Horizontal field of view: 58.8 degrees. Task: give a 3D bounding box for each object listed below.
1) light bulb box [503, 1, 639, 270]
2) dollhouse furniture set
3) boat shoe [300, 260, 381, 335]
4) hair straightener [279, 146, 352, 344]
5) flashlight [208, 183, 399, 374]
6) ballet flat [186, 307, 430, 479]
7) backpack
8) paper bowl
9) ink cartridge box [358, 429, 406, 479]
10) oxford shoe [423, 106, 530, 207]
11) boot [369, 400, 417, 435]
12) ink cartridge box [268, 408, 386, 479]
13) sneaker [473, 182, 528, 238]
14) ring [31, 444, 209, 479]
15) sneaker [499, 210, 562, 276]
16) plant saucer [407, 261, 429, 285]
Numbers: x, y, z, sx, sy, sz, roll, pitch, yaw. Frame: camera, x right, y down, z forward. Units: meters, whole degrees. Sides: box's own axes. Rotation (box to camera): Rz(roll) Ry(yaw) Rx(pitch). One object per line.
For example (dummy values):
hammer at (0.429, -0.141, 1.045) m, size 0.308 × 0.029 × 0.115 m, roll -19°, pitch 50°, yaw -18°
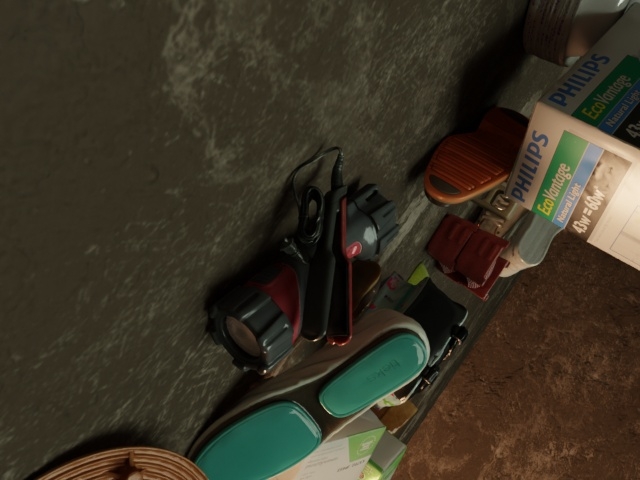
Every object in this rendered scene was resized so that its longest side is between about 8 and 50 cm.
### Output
light bulb box at (0.564, -0.156, 0.920) m, size 0.358 × 0.361 × 0.225 m, roll -43°, pitch 153°, yaw -26°
dollhouse furniture set at (0.415, -0.066, 1.336) m, size 0.374 × 0.152 × 0.201 m, roll -57°, pitch 156°, yaw -1°
boat shoe at (0.035, 0.105, 0.913) m, size 0.207 × 0.073 × 0.073 m, roll -30°, pitch 141°, yaw -46°
hair straightener at (0.000, 0.000, 0.646) m, size 0.089 × 0.047 × 0.231 m, roll 13°, pitch 77°, yaw -40°
flashlight at (-0.004, 0.043, 0.736) m, size 0.304 × 0.103 × 0.103 m, roll -37°, pitch 170°, yaw -40°
ballet flat at (-0.019, 0.234, 0.863) m, size 0.400 × 0.139 × 0.139 m, roll -33°, pitch 154°, yaw 2°
backpack at (0.134, 0.195, 1.055) m, size 0.225 × 0.191 × 0.253 m, roll -49°, pitch 165°, yaw -22°
paper bowl at (0.512, -0.463, 1.057) m, size 0.284 × 0.148 × 0.284 m, roll -44°, pitch 154°, yaw -28°
ink cartridge box at (0.041, 0.512, 1.258) m, size 0.114 × 0.198 × 0.273 m, roll -22°, pitch 138°, yaw -52°
oxford shoe at (0.294, -0.130, 1.068) m, size 0.363 × 0.130 × 0.133 m, roll -35°, pitch 153°, yaw -41°
boot at (0.160, 0.541, 1.493) m, size 0.280 × 0.264 × 0.096 m, roll -43°, pitch 180°, yaw -30°
ink cartridge box at (-0.043, 0.467, 1.083) m, size 0.207 × 0.119 × 0.354 m, roll 4°, pitch 117°, yaw -43°
sneaker at (0.481, -0.063, 1.520) m, size 0.123 × 0.105 × 0.290 m, roll -35°, pitch 149°, yaw -45°
ring at (-0.242, 0.385, 0.603) m, size 0.336 × 0.032 × 0.337 m, roll -12°, pitch 108°, yaw -41°
sneaker at (0.557, -0.026, 1.503) m, size 0.292 × 0.108 × 0.169 m, roll -45°, pitch 177°, yaw -24°
plant saucer at (0.218, 0.165, 1.368) m, size 0.188 × 0.045 × 0.188 m, roll -54°, pitch 156°, yaw -9°
